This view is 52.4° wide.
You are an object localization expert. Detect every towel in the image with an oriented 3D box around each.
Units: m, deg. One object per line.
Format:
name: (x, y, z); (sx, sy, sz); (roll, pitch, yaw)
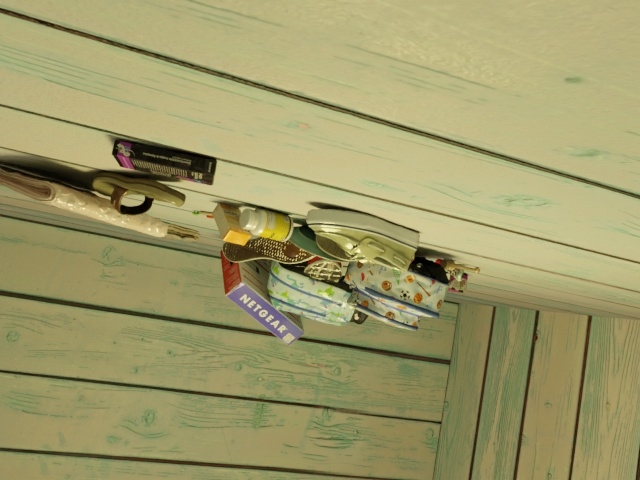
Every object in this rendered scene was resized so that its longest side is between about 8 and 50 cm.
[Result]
towel: (-0.575, -0.098, 1.533); (0.317, 0.053, 0.332); (19, 179, 34)
towel: (-0.586, -0.039, 2.336); (0.187, 0.049, 0.282); (5, 172, 36)

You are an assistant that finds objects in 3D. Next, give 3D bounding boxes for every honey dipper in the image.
honey dipper: (0.414, 0.079, 1.914); (0.160, 0.030, 0.030); (10, 175, -38)

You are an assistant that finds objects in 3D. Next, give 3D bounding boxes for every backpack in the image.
backpack: (0.213, 0.131, 1.802); (0.276, 0.213, 0.263); (13, 176, -29)
backpack: (-0.008, 0.150, 2.253); (0.355, 0.273, 0.290); (26, -153, -9)

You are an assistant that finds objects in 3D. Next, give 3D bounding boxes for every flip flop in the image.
flip flop: (-0.389, -0.089, 1.361); (0.277, 0.080, 0.112); (12, 176, 38)

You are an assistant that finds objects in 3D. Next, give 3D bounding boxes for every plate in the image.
plate: (0.000, 0.000, 1.613); (0.188, 0.024, 0.188); (20, -164, -6)

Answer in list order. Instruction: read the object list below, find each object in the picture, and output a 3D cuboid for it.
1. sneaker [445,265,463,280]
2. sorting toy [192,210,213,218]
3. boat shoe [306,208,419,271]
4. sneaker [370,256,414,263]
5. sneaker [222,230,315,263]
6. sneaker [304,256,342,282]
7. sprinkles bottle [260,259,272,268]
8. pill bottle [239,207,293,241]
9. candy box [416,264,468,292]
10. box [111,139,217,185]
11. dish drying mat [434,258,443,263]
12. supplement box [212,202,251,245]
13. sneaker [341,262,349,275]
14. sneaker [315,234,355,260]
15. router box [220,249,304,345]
sneaker: (0.396, 0.094, 1.972); (0.069, 0.038, 0.098); (14, -172, 6)
sorting toy: (-0.305, -0.068, 1.770); (0.083, 0.012, 0.062); (8, 174, 16)
boat shoe: (0.097, 0.001, 1.371); (0.302, 0.094, 0.109); (14, 173, -36)
sneaker: (0.149, 0.036, 1.663); (0.185, 0.070, 0.084); (4, -169, 41)
sneaker: (-0.126, -0.005, 1.826); (0.290, 0.106, 0.123); (0, -156, 20)
sneaker: (0.012, 0.052, 1.875); (0.107, 0.118, 0.279); (9, 172, -1)
sprinkles bottle: (-0.201, 0.096, 2.629); (0.355, 0.121, 0.121); (7, 173, 25)
pill bottle: (-0.126, -0.039, 1.504); (0.116, 0.065, 0.065); (15, 172, -35)
candy box: (0.364, 0.126, 2.220); (0.233, 0.071, 0.159); (7, 174, 34)
box: (-0.252, -0.126, 1.069); (0.162, 0.029, 0.116); (12, 174, -11)
dish drying mat: (0.363, 0.065, 1.952); (0.032, 0.008, 0.083); (10, 174, 4)
supplement box: (-0.207, -0.039, 1.516); (0.062, 0.036, 0.098); (15, -146, -40)
sneaker: (0.143, 0.077, 2.140); (0.258, 0.094, 0.091); (14, -163, -31)
sneaker: (0.097, 0.016, 1.564); (0.222, 0.083, 0.118); (9, 174, -1)
router box: (-0.217, 0.186, 2.393); (0.335, 0.082, 0.301); (44, -167, -28)
